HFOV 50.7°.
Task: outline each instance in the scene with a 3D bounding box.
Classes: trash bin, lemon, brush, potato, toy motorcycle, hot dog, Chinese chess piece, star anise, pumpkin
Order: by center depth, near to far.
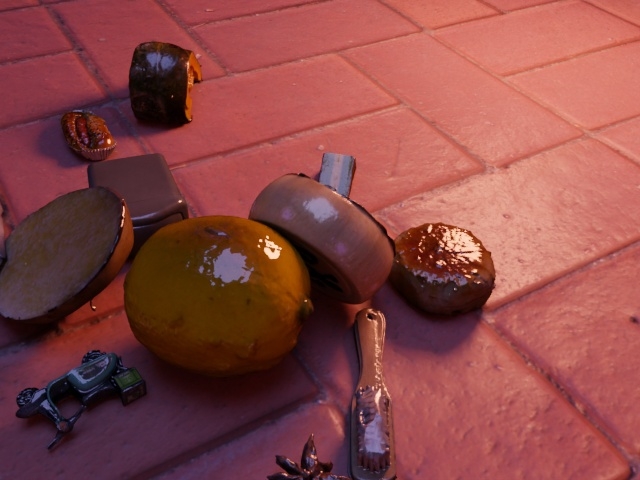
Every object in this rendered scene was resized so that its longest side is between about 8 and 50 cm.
[{"bbox_3d":[-0.026,0.331,0.899,0.129,0.056,0.124,-27,50,-30],"label":"star anise"},{"bbox_3d":[-0.356,0.227,0.997,0.173,0.058,0.100,-25,54,-32],"label":"toy motorcycle"},{"bbox_3d":[-0.156,0.083,1.032,0.284,0.260,0.260,-15,41,7],"label":"lemon"},{"bbox_3d":[0.078,0.216,1.038,0.070,0.065,0.327,1,40,2],"label":"brush"},{"bbox_3d":[-0.412,0.042,1.128,0.299,0.116,0.239,-20,48,23],"label":"potato"},{"bbox_3d":[0.000,0.000,1.133,0.257,0.257,0.104,27,71,24],"label":"Chinese chess piece"},{"bbox_3d":[-0.356,-0.069,1.307,0.177,0.101,0.236,-13,42,-16],"label":"trash bin"},{"bbox_3d":[-0.530,-0.246,1.530,0.099,0.053,0.192,-17,47,-27],"label":"hot dog"},{"bbox_3d":[-0.373,-0.371,1.665,0.139,0.190,0.280,3,-2,0],"label":"pumpkin"}]

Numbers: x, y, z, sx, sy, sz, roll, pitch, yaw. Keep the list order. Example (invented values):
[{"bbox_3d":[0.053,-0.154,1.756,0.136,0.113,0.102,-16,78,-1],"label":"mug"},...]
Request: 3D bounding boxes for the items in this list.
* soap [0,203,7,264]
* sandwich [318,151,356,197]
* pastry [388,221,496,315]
[{"bbox_3d":[-0.667,-0.044,1.253,0.159,0.258,0.302,-34,90,2],"label":"soap"},{"bbox_3d":[0.034,-0.121,1.462,0.074,0.074,0.116,8,74,5],"label":"sandwich"},{"bbox_3d":[0.212,0.046,1.217,0.182,0.093,0.192,-16,45,-18],"label":"pastry"}]
